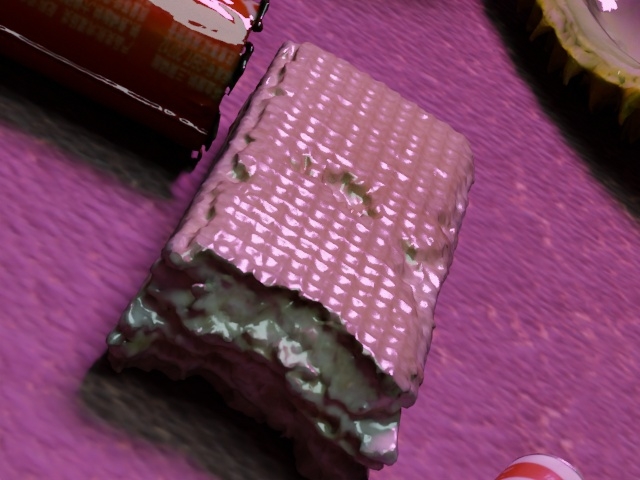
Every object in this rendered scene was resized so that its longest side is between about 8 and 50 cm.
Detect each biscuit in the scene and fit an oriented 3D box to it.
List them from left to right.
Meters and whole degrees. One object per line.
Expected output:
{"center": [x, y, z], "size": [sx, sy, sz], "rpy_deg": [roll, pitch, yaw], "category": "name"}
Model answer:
{"center": [0.000, 0.000, 0.745], "size": [0.108, 0.062, 0.239], "rpy_deg": [31, 29, -4], "category": "biscuit"}

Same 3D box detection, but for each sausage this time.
{"center": [-0.150, -0.123, 0.774], "size": [0.264, 0.083, 0.083], "rpy_deg": [26, 29, -11], "category": "sausage"}

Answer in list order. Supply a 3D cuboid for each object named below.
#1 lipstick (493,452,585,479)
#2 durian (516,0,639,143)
{"center": [0.056, 0.115, 0.648], "size": [0.038, 0.038, 0.131], "rpy_deg": [39, 29, 11], "category": "lipstick"}
{"center": [0.217, -0.150, 1.080], "size": [0.157, 0.169, 0.355], "rpy_deg": [14, 32, -34], "category": "durian"}
